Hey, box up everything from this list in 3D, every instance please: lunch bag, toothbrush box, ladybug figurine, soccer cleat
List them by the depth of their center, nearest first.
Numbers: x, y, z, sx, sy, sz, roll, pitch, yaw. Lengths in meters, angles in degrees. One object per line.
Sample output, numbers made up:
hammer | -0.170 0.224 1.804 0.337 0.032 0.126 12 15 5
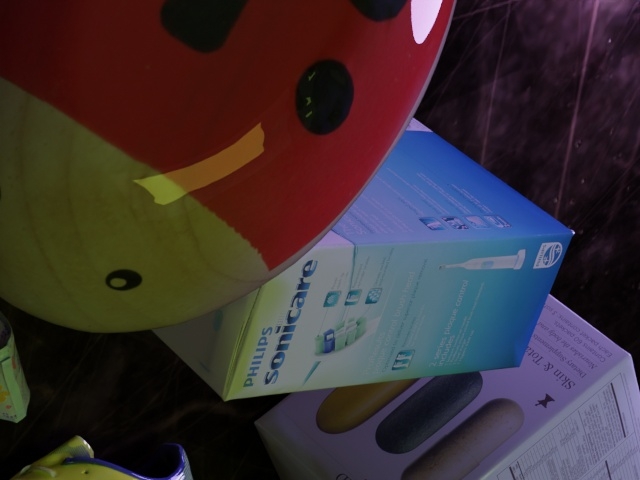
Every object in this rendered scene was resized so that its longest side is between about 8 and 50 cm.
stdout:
ladybug figurine | -0.066 -0.154 1.210 0.305 0.162 0.449 30 78 -8
lunch bag | -0.239 0.083 1.393 0.053 0.083 0.071 -31 137 -23
toothbrush box | 0.000 0.000 1.451 0.295 0.216 0.126 -2 121 -43
soccer cleat | -0.222 0.212 1.523 0.289 0.093 0.121 -2 95 -38

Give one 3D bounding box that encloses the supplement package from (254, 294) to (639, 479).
supplement package | 0.123 0.186 1.716 0.262 0.199 0.198 -38 138 -15
